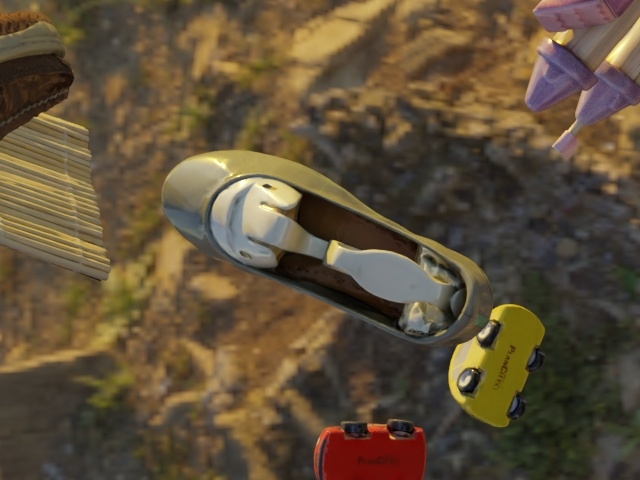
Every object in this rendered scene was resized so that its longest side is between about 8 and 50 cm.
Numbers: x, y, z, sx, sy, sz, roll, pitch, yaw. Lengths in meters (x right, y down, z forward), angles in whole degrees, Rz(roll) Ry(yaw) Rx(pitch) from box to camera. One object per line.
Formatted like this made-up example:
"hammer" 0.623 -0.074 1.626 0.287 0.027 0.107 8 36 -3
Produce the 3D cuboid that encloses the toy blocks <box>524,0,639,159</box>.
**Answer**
"toy blocks" 0.244 -0.192 1.451 0.309 0.288 0.260 42 92 29

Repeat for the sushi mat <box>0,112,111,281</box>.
"sushi mat" -0.274 -0.073 1.278 0.019 0.316 0.151 -40 47 29

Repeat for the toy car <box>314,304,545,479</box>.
"toy car" 0.114 0.194 1.565 0.053 0.239 0.225 3 123 59

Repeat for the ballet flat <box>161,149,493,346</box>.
"ballet flat" 0.000 0.000 1.122 0.213 0.068 0.072 23 93 11

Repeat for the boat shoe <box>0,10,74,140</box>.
"boat shoe" -0.180 -0.015 0.741 0.095 0.257 0.095 -19 97 38
